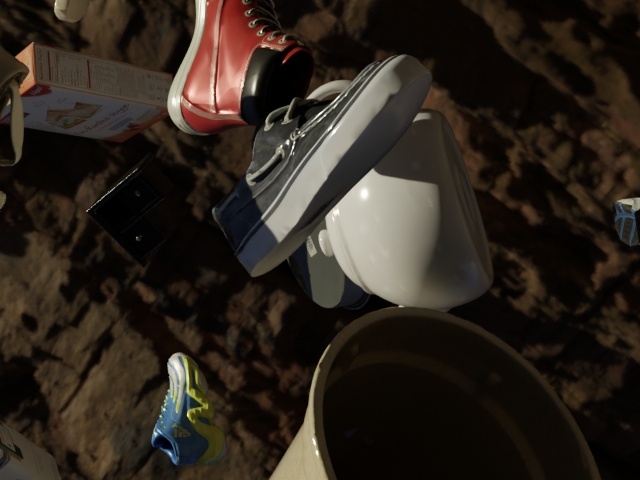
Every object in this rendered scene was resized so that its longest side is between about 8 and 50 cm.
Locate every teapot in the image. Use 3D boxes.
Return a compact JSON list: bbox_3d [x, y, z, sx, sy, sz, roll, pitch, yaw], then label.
[{"bbox_3d":[0.085,-0.029,1.073,0.252,0.187,0.256,49,-150,-58],"label":"teapot"}]

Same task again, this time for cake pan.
[{"bbox_3d":[0.000,0.000,1.718,0.054,0.293,0.293,-19,-123,-25],"label":"cake pan"}]

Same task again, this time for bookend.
[{"bbox_3d":[-0.333,-0.056,1.738,0.157,0.156,0.072,48,-154,-17],"label":"bookend"}]

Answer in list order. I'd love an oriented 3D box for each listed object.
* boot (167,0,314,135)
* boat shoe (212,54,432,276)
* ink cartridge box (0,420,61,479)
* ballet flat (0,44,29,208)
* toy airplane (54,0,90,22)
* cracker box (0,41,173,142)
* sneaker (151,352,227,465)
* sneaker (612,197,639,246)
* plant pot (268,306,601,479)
[{"bbox_3d":[-0.054,-0.225,0.917,0.088,0.176,0.244,21,-102,-41],"label":"boot"},{"bbox_3d":[-0.015,-0.081,0.830,0.108,0.301,0.102,-32,-100,-40],"label":"boat shoe"},{"bbox_3d":[-0.496,0.330,1.266,0.219,0.160,0.092,52,179,-41],"label":"ink cartridge box"},{"bbox_3d":[-0.333,-0.068,0.863,0.086,0.249,0.086,19,-162,-6],"label":"ballet flat"},{"bbox_3d":[-0.309,-0.568,1.368,0.272,0.384,0.386,19,-143,-14],"label":"toy airplane"},{"bbox_3d":[-0.354,-0.212,1.342,0.232,0.155,0.067,6,-108,-43],"label":"cracker box"},{"bbox_3d":[-0.271,0.322,1.720,0.126,0.091,0.240,-10,-128,-29],"label":"sneaker"},{"bbox_3d":[0.449,-0.022,1.157,0.081,0.080,0.211,-15,-163,-1],"label":"sneaker"},{"bbox_3d":[0.073,0.293,0.964,0.333,0.305,0.334,19,-136,-19],"label":"plant pot"}]
